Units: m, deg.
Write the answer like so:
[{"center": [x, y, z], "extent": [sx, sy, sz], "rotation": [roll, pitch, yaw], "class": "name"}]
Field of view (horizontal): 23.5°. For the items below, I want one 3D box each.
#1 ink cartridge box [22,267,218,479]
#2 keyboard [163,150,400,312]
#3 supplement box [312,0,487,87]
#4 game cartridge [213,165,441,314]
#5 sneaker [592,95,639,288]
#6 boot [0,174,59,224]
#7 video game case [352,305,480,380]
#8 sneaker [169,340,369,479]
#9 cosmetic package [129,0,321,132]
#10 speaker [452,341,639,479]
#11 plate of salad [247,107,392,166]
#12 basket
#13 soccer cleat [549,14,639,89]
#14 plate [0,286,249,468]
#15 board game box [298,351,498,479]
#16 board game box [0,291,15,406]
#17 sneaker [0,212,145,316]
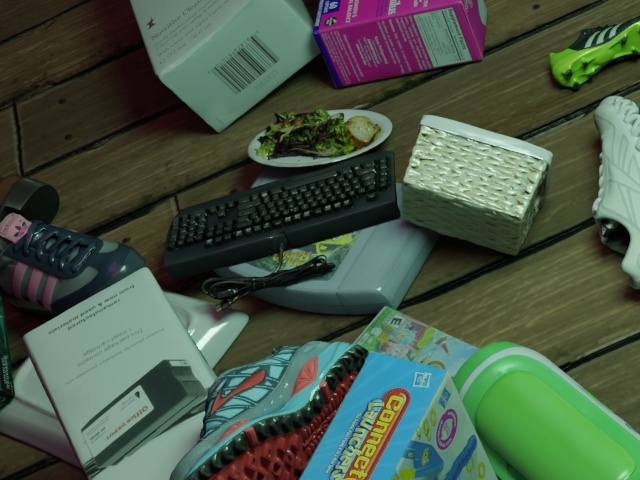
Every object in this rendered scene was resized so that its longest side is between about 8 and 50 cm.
[{"center": [-0.132, 0.264, 1.610], "extent": [0.166, 0.285, 0.395], "rotation": [-31, 43, -5], "class": "ink cartridge box"}, {"center": [-0.052, -0.011, 1.950], "extent": [0.317, 0.033, 0.201], "rotation": [-17, 44, 14], "class": "keyboard"}, {"center": [0.114, -0.307, 2.163], "extent": [0.220, 0.114, 0.111], "rotation": [-8, 45, 19], "class": "supplement box"}, {"center": [0.000, 0.000, 1.971], "extent": [0.294, 0.060, 0.196], "rotation": [10, 59, 35], "class": "game cartridge"}, {"center": [0.366, -0.060, 1.805], "extent": [0.118, 0.110, 0.292], "rotation": [-29, 41, 12], "class": "sneaker"}, {"center": [-0.559, -0.017, 2.245], "extent": [0.280, 0.096, 0.264], "rotation": [11, 54, 36], "class": "boot"}, {"center": [0.081, 0.186, 1.768], "extent": [0.193, 0.023, 0.212], "rotation": [24, 63, 41], "class": "video game case"}, {"center": [-0.063, 0.177, 1.409], "extent": [0.125, 0.104, 0.262], "rotation": [8, 28, 35], "class": "sneaker"}, {"center": [-0.160, -0.367, 2.304], "extent": [0.217, 0.156, 0.385], "rotation": [-39, 42, 11], "class": "cosmetic package"}, {"center": [0.258, 0.223, 1.565], "extent": [0.131, 0.131, 0.296], "rotation": [-38, 43, -10], "class": "speaker"}, {"center": [-0.003, -0.148, 2.078], "extent": [0.200, 0.048, 0.200], "rotation": [-9, 25, 4], "class": "plate of salad"}, {"center": [0.184, -0.064, 1.860], "extent": [0.167, 0.113, 0.103], "rotation": [19, 64, 12], "class": "basket"}, {"center": [0.383, -0.263, 2.018], "extent": [0.179, 0.060, 0.072], "rotation": [-26, 41, 7], "class": "soccer cleat"}, {"center": [-0.272, 0.155, 1.968], "extent": [0.278, 0.045, 0.277], "rotation": [16, 58, 38], "class": "plate"}, {"center": [0.061, 0.318, 1.442], "extent": [0.086, 0.308, 0.302], "rotation": [11, 56, 32], "class": "board game box"}, {"center": [-0.462, 0.164, 2.029], "extent": [0.126, 0.026, 0.186], "rotation": [-36, 44, 19], "class": "board game box"}, {"center": [-0.361, 0.024, 2.023], "extent": [0.319, 0.131, 0.112], "rotation": [-4, 42, 47], "class": "sneaker"}]
